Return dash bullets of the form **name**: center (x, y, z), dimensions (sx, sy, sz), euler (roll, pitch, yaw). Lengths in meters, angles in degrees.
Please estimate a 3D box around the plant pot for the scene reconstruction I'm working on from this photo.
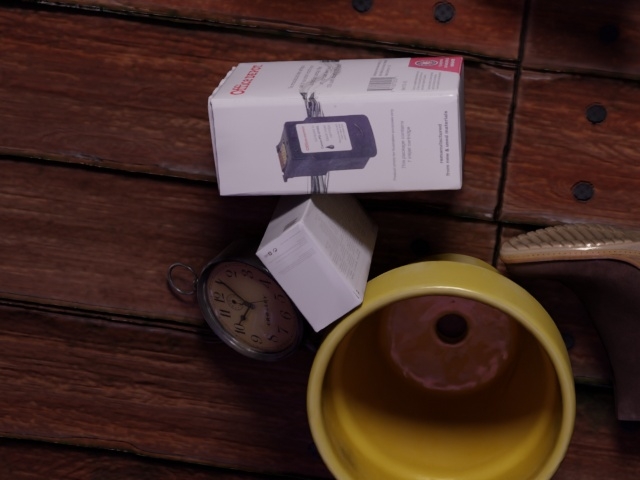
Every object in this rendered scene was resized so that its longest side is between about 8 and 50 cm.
- **plant pot**: center (0.125, 0.124, 1.652), dimensions (0.254, 0.239, 0.254), euler (2, 109, 6)

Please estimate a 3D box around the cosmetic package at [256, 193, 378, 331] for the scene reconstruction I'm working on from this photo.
- **cosmetic package**: center (0.000, 0.000, 1.626), dimensions (0.060, 0.239, 0.099), euler (-36, 100, 15)

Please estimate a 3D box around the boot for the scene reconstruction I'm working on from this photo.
- **boot**: center (0.308, 0.090, 1.698), dimensions (0.248, 0.090, 0.207), euler (0, 106, 3)

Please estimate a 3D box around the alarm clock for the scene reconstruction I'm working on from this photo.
- **alarm clock**: center (-0.079, 0.055, 1.736), dimensions (0.192, 0.064, 0.129), euler (12, 127, 24)

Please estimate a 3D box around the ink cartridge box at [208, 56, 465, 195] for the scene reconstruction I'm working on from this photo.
- **ink cartridge box**: center (0.022, -0.115, 1.622), dimensions (0.237, 0.172, 0.100), euler (-1, 108, 7)
